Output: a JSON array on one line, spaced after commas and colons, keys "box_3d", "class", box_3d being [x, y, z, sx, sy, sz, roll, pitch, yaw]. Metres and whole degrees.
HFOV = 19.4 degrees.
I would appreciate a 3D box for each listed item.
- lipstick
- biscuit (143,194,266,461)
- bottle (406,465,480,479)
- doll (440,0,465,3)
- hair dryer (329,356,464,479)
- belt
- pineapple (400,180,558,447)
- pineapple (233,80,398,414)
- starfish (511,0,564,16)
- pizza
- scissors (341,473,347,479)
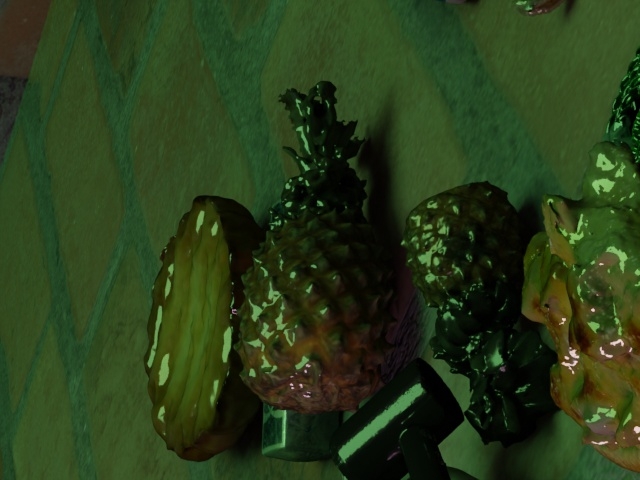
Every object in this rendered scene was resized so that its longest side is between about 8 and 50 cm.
[{"box_3d": [-0.017, 0.097, 2.044, 0.077, 0.076, 0.289, 152, 123, -61], "class": "lipstick"}, {"box_3d": [-0.126, 0.108, 2.275, 0.326, 0.107, 0.325, -174, 90, -69], "class": "biscuit"}, {"box_3d": [0.143, 0.262, 1.538, 0.245, 0.104, 0.104, -161, 81, -68], "class": "bottle"}, {"box_3d": [0.065, -0.408, 1.854, 0.284, 0.240, 0.310, 25, 108, 48], "class": "doll"}, {"box_3d": [0.081, 0.209, 1.542, 0.114, 0.070, 0.248, -43, 30, 15], "class": "hair dryer"}, {"box_3d": [0.270, -0.082, 1.414, 0.121, 0.079, 0.151, 179, 111, -79], "class": "belt"}, {"box_3d": [0.143, 0.067, 1.630, 0.119, 0.111, 0.237, 71, -175, -62], "class": "pineapple"}, {"box_3d": [0.000, 0.000, 1.932, 0.175, 0.175, 0.361, 136, 142, -56], "class": "pineapple"}, {"box_3d": [0.148, -0.360, 1.677, 0.375, 0.094, 0.327, -32, 89, 35], "class": "starfish"}, {"box_3d": [0.204, 0.056, 1.328, 0.323, 0.089, 0.223, 97, 154, -72], "class": "pizza"}, {"box_3d": [0.064, 0.251, 1.859, 0.189, 0.015, 0.100, 164, 112, -65], "class": "scissors"}]
